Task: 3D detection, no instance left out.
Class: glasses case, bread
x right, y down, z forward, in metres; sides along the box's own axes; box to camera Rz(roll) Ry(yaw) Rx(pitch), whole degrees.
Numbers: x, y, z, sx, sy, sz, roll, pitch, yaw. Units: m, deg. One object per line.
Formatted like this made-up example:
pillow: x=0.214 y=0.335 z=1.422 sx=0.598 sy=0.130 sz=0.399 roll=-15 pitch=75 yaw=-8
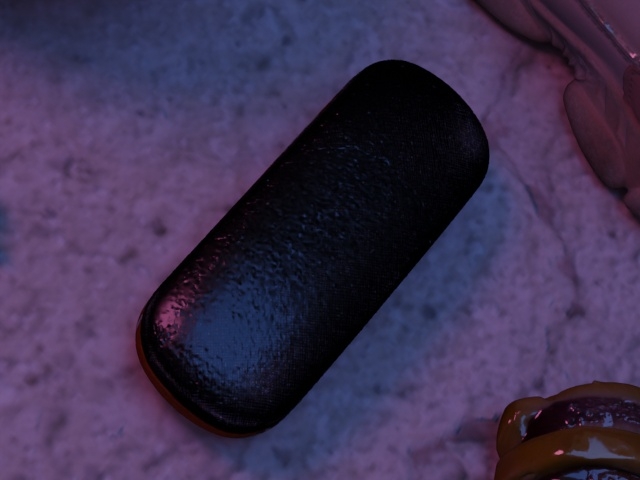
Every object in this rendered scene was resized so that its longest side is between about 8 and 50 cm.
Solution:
glasses case: x=0.000 y=0.000 z=1.082 sx=0.103 sy=0.067 sz=0.267 roll=44 pitch=60 yaw=-4
bread: x=0.156 y=0.185 z=1.071 sx=0.134 sy=0.081 sz=0.225 roll=21 pitch=65 yaw=-13

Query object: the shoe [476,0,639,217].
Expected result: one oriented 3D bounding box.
shoe: x=0.217 y=-0.192 z=1.173 sx=0.172 sy=0.198 sz=0.351 roll=-31 pitch=86 yaw=-31
